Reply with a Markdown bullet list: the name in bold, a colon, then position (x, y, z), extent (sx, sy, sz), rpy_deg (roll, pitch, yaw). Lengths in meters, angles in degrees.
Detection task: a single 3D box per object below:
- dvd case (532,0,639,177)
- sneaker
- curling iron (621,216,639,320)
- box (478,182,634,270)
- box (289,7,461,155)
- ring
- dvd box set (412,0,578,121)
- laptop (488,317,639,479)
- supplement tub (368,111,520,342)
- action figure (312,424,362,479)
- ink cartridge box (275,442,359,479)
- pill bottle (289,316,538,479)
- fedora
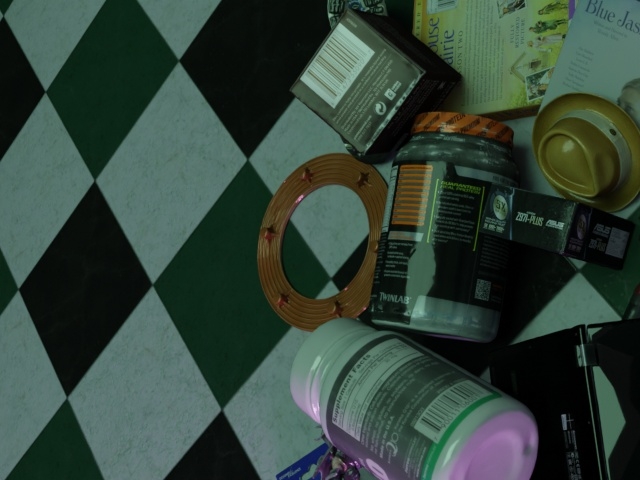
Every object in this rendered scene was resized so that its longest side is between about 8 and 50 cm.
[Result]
- **dvd case**: position (0.431, -0.240, 1.619), extent (0.180, 0.022, 0.253), rpy_deg (32, 123, 28)
- **sneaker**: position (0.094, -0.301, 1.966), extent (0.129, 0.147, 0.330), rpy_deg (-2, 94, 16)
- **curling iron**: position (0.461, 0.075, 1.592), extent (0.068, 0.035, 0.274), rpy_deg (30, 105, 63)
- **box**: position (0.348, -0.020, 1.614), extent (0.147, 0.180, 0.078), rpy_deg (17, 93, 44)
- **box**: position (0.092, -0.255, 1.776), extent (0.167, 0.203, 0.168), rpy_deg (42, 111, 14)
- **ring**: position (0.000, 0.000, 2.022), extent (0.336, 0.032, 0.337), rpy_deg (-13, 70, 40)
- **dvd box set**: position (0.334, -0.351, 1.794), extent (0.420, 0.062, 0.308), rpy_deg (-6, 75, 40)
- **laptop**: position (0.451, 0.310, 1.529), extent (0.408, 0.236, 0.382), rpy_deg (146, 121, -65)
- **supplement tub**: position (0.200, -0.019, 1.729), extent (0.207, 0.207, 0.338), rpy_deg (5, 82, 42)
- **action figure**: position (0.108, 0.350, 1.770), extent (0.285, 0.099, 0.185), rpy_deg (19, 57, 33)
- **ink cartridge box**: position (0.019, 0.525, 1.852), extent (0.176, 0.069, 0.371), rpy_deg (-39, 54, 28)
- **pill bottle**: position (0.128, 0.258, 1.632), extent (0.361, 0.204, 0.204), rpy_deg (28, 98, 47)
- **fedora**: position (0.384, -0.121, 1.629), extent (0.194, 0.079, 0.194), rpy_deg (21, 125, 34)
